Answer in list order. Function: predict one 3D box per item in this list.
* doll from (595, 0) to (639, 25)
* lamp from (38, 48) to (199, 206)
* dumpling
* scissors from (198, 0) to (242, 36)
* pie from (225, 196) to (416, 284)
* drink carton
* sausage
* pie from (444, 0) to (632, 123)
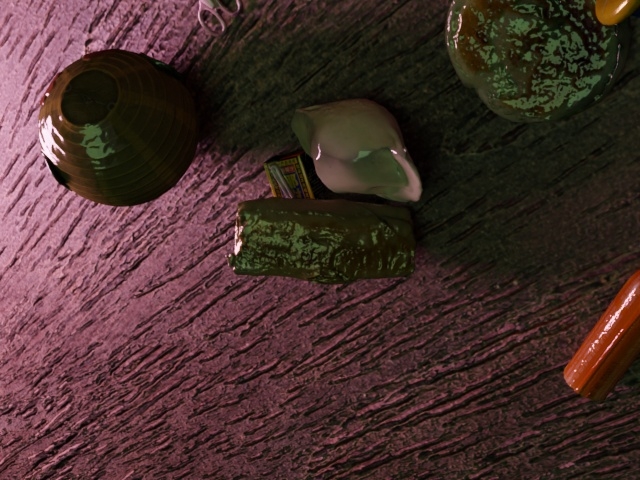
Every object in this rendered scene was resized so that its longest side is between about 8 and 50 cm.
[{"bbox_3d":[0.415,-0.322,0.980,0.242,0.159,0.311,32,97,4],"label":"doll"},{"bbox_3d":[-0.302,-0.166,1.503,0.250,0.284,0.250,-5,70,13],"label":"lamp"},{"bbox_3d":[0.055,-0.119,1.376,0.215,0.126,0.166,3,140,20],"label":"dumpling"},{"bbox_3d":[-0.193,-0.390,1.442,0.176,0.022,0.085,46,128,0],"label":"scissors"},{"bbox_3d":[0.000,0.000,1.421,0.282,0.068,0.129,1,102,0],"label":"pie"},{"bbox_3d":[-0.027,-0.055,1.479,0.071,0.056,0.166,-11,106,29],"label":"drink carton"},{"bbox_3d":[0.414,0.115,1.288,0.071,0.071,0.234,34,124,13],"label":"sausage"},{"bbox_3d":[0.272,-0.260,1.210,0.240,0.054,0.241,13,120,24],"label":"pie"}]
